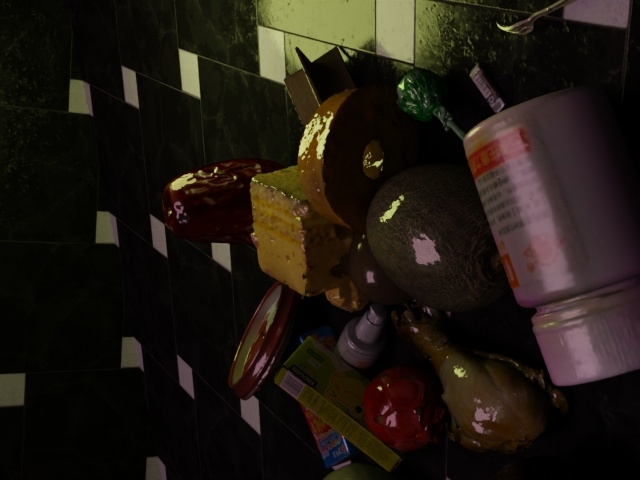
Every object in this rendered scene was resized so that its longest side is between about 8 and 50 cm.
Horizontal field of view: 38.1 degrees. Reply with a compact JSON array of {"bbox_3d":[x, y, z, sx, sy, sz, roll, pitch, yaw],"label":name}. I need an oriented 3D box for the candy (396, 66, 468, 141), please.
[{"bbox_3d":[0.217,-0.200,1.554,0.323,0.097,0.097,-122,31,-51],"label":"candy"}]

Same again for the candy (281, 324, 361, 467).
[{"bbox_3d":[0.020,0.374,2.209,0.306,0.100,0.157,65,149,16],"label":"candy"}]

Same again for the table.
[{"bbox_3d":[0.013,-0.283,1.886,0.167,0.167,0.227,115,141,-49],"label":"table"}]

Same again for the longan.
[{"bbox_3d":[0.134,0.038,1.791,0.189,0.189,0.189,33,130,50],"label":"longan"}]

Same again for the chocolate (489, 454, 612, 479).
[{"bbox_3d":[0.348,0.507,1.452,0.383,0.383,0.331,46,134,42],"label":"chocolate"}]

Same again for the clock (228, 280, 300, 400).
[{"bbox_3d":[-0.129,0.245,2.286,0.318,0.080,0.318,-59,11,19],"label":"clock"}]

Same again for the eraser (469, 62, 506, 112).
[{"bbox_3d":[0.281,-0.255,1.549,0.027,0.019,0.099,-51,58,38],"label":"eraser"}]

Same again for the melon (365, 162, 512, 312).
[{"bbox_3d":[0.208,-0.009,1.563,0.329,0.248,0.249,23,122,58],"label":"melon"}]

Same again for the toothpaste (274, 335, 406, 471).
[{"bbox_3d":[0.059,0.346,1.980,0.327,0.110,0.077,36,138,10],"label":"toothpaste"}]

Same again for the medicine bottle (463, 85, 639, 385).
[{"bbox_3d":[0.363,-0.005,1.319,0.219,0.219,0.388,-29,79,60],"label":"medicine bottle"}]

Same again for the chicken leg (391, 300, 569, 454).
[{"bbox_3d":[0.263,0.236,1.703,0.429,0.152,0.201,48,129,51],"label":"chicken leg"}]

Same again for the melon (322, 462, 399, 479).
[{"bbox_3d":[0.106,0.634,2.022,0.308,0.271,0.272,-153,54,-62],"label":"melon"}]

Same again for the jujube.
[{"bbox_3d":[-0.204,-0.086,2.167,0.223,0.318,0.223,174,90,-66],"label":"jujube"}]

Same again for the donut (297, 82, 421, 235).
[{"bbox_3d":[0.069,-0.151,1.704,0.108,0.277,0.278,9,111,46],"label":"donut"}]

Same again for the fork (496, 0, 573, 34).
[{"bbox_3d":[0.346,-0.343,1.390,0.219,0.034,0.028,-8,69,59],"label":"fork"}]

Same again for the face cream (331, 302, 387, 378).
[{"bbox_3d":[0.092,0.221,2.012,0.101,0.101,0.252,59,147,27],"label":"face cream"}]

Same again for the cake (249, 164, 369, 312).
[{"bbox_3d":[0.000,0.000,1.946,0.227,0.222,0.286,30,129,54],"label":"cake"}]

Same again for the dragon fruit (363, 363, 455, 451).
[{"bbox_3d":[0.172,0.336,1.853,0.209,0.172,0.172,21,121,44],"label":"dragon fruit"}]
